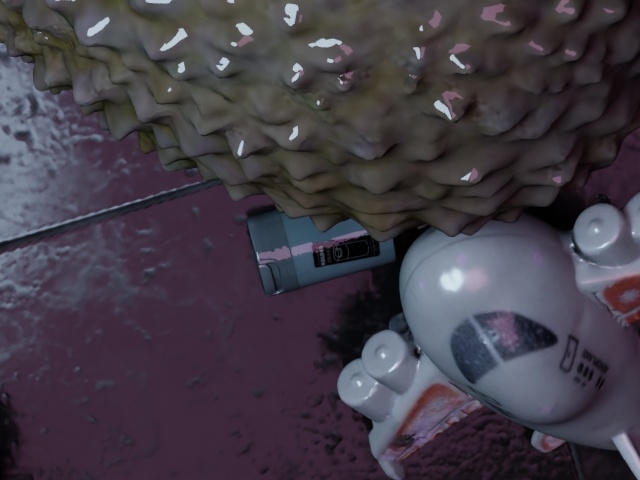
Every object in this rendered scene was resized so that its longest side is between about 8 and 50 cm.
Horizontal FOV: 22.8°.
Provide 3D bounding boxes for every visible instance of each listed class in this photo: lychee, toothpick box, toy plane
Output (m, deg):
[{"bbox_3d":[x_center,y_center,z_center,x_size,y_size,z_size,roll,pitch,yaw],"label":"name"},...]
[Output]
[{"bbox_3d":[0.016,-0.187,0.812,0.432,0.380,0.380,0,96,18],"label":"lychee"},{"bbox_3d":[0.000,0.000,0.980,0.083,0.052,0.052,-15,96,-3],"label":"toothpick box"},{"bbox_3d":[0.134,0.066,0.928,0.252,0.118,0.252,-7,138,-7],"label":"toy plane"}]
